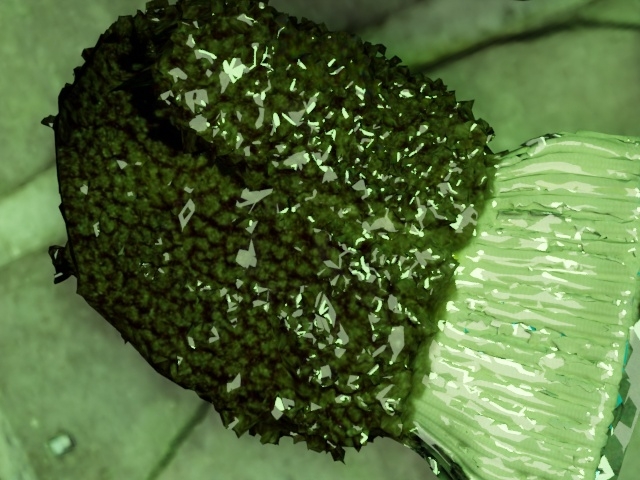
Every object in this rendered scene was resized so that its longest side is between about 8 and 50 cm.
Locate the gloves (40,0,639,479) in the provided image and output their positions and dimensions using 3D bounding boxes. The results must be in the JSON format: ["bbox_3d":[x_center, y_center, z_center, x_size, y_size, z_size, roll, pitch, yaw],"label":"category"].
[{"bbox_3d":[0.003,-0.005,0.649,0.312,0.135,0.210,15,109,16],"label":"gloves"}]
